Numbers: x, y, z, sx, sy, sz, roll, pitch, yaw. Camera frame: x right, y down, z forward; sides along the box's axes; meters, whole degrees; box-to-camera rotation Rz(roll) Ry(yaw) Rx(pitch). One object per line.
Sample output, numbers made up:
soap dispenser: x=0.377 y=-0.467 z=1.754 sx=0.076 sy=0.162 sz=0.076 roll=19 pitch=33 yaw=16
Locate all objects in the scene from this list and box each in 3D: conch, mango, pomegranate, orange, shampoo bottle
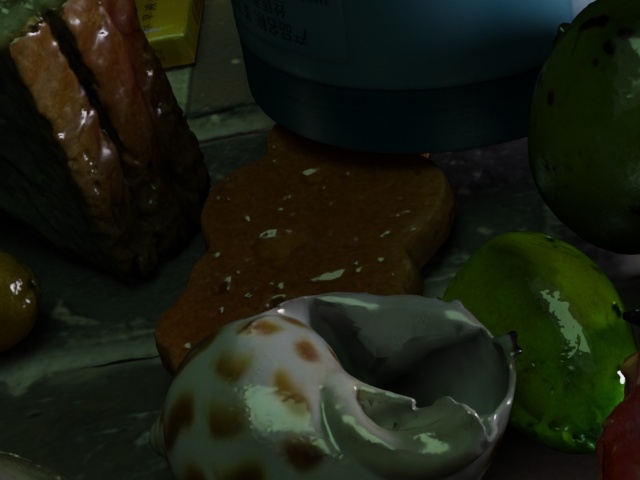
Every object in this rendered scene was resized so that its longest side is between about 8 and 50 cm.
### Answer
conch: x=-0.007 y=0.121 z=1.138 sx=0.275 sy=0.149 sz=0.183 roll=16 pitch=33 yaw=32
mango: x=0.147 y=0.069 z=1.175 sx=0.119 sy=0.100 sz=0.178 roll=-57 pitch=41 yaw=22
pomegranate: x=0.254 y=-0.069 z=1.236 sx=0.202 sy=0.202 sz=0.248 roll=-39 pitch=73 yaw=-22
orange: x=-0.258 y=0.045 z=1.377 sx=0.095 sy=0.085 sz=0.085 roll=-19 pitch=39 yaw=16
shampoo bottle: x=0.078 y=-0.294 z=1.379 sx=0.331 sy=0.343 sz=0.331 roll=-7 pitch=32 yaw=4

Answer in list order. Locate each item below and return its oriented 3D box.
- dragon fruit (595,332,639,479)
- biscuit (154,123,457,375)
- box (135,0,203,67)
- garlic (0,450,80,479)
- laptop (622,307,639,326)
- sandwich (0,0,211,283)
dragon fruit: x=0.279 y=0.129 z=0.981 sx=0.268 sy=0.210 sz=0.205 roll=-8 pitch=25 yaw=-18
biscuit: x=0.000 y=0.000 z=1.350 sx=0.202 sy=0.047 sz=0.334 roll=-3 pitch=42 yaw=18
box: x=-0.242 y=-0.198 z=1.678 sx=0.269 sy=0.043 sz=0.152 roll=-9 pitch=40 yaw=13
garlic: x=-0.254 y=0.208 z=1.102 sx=0.292 sy=0.210 sz=0.237 roll=3 pitch=50 yaw=13
laptop: x=0.260 y=0.042 z=1.121 sx=0.135 sy=0.197 sz=0.016 roll=-10 pitch=84 yaw=14
sandwich: x=-0.262 y=-0.125 z=1.433 sx=0.325 sy=0.262 sz=0.131 roll=19 pitch=55 yaw=38
